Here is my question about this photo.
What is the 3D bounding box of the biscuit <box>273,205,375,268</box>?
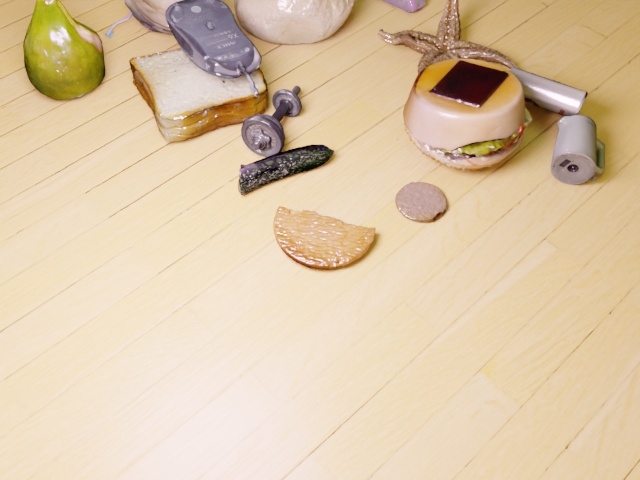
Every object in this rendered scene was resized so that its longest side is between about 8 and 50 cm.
[{"bbox_3d":[0.000,0.001,1.425,0.224,0.033,0.145,11,57,8],"label":"biscuit"}]

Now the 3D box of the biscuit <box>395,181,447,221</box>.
[{"bbox_3d":[0.228,-0.088,1.502,0.120,0.015,0.120,0,54,0],"label":"biscuit"}]

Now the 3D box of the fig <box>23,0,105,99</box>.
[{"bbox_3d":[-0.649,-0.492,1.633,0.205,0.275,0.206,-1,55,1],"label":"fig"}]

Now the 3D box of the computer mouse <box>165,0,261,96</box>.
[{"bbox_3d":[-0.249,-0.460,1.612,0.167,0.090,0.379,-23,62,-24],"label":"computer mouse"}]

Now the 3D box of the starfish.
[{"bbox_3d":[0.337,-0.516,1.763,0.374,0.094,0.327,5,74,0],"label":"starfish"}]

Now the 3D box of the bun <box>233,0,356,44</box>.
[{"bbox_3d":[-0.077,-0.714,1.828,0.348,0.227,0.353,-25,56,-15],"label":"bun"}]

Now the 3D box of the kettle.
[{"bbox_3d":[0.608,-0.213,1.546,0.126,0.098,0.148,11,51,15],"label":"kettle"}]

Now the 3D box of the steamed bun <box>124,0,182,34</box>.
[{"bbox_3d":[-0.433,-0.680,1.816,0.207,0.268,0.280,-47,45,9],"label":"steamed bun"}]

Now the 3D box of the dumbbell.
[{"bbox_3d":[-0.103,-0.302,1.610,0.110,0.110,0.255,18,49,13],"label":"dumbbell"}]

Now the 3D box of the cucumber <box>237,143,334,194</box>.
[{"bbox_3d":[-0.084,-0.176,1.540,0.245,0.067,0.067,-21,57,-18],"label":"cucumber"}]

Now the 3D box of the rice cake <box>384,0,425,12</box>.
[{"bbox_3d":[0.150,-0.770,1.976,0.364,0.056,0.072,33,58,21],"label":"rice cake"}]

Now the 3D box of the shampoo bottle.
[{"bbox_3d":[0.510,-0.381,1.642,0.284,0.071,0.153,23,12,15],"label":"shampoo bottle"}]

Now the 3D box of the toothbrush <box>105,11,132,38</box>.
[{"bbox_3d":[-0.557,-0.646,1.903,0.017,0.022,0.204,9,52,26],"label":"toothbrush"}]

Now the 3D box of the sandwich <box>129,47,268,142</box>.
[{"bbox_3d":[-0.295,-0.385,1.667,0.300,0.099,0.271,-20,60,-18],"label":"sandwich"}]

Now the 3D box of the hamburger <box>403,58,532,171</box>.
[{"bbox_3d":[0.338,-0.297,1.562,0.301,0.170,0.302,-2,45,2],"label":"hamburger"}]
